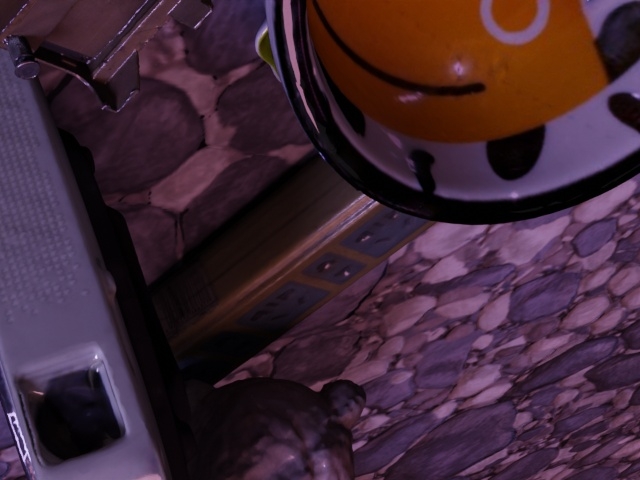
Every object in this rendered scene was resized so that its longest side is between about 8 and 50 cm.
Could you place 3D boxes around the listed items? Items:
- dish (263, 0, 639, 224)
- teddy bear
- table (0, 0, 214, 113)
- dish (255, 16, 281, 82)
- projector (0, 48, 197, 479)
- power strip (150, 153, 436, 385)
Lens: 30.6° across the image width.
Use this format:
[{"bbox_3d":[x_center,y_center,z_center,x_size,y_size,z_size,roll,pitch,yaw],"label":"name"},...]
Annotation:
[{"bbox_3d":[0.089,-0.153,0.513,0.303,0.120,0.303,-15,130,-19],"label":"dish"},{"bbox_3d":[-0.083,0.192,0.815,0.236,0.151,0.267,-42,168,-43],"label":"teddy bear"},{"bbox_3d":[-0.102,-0.115,0.501,0.083,0.082,0.070,-41,148,24],"label":"table"},{"bbox_3d":[0.015,-0.114,0.636,0.091,0.039,0.137,-32,149,5],"label":"dish"},{"bbox_3d":[-0.119,0.057,0.585,0.079,0.257,0.259,-17,150,-13],"label":"projector"},{"bbox_3d":[0.000,0.000,0.781,0.387,0.066,0.092,-39,150,21],"label":"power strip"}]
